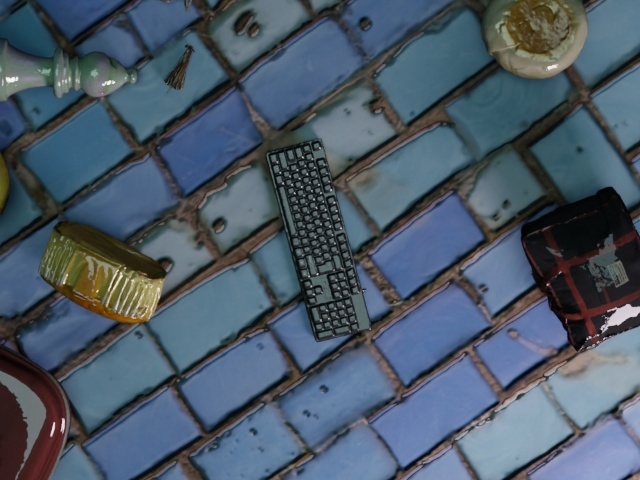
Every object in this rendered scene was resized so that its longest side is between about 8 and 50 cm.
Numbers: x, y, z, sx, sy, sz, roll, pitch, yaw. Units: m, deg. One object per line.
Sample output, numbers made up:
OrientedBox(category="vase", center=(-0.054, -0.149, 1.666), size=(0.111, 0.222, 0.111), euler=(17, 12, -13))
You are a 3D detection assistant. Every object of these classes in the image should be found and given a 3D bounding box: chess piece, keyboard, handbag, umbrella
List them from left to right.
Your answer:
OrientedBox(category="chess piece", center=(-0.417, -0.259, 1.874), size=(0.272, 0.139, 0.139), euler=(1, 95, -7))
OrientedBox(category="umbrella", center=(-0.218, -0.265, 1.904), size=(0.031, 0.020, 0.083), euler=(27, 91, 0))
OrientedBox(category="keyboard", center=(0.000, 0.000, 1.912), size=(0.101, 0.018, 0.309), euler=(-14, 94, 5))
OrientedBox(category="handbag", center=(0.405, 0.045, 1.823), size=(0.169, 0.155, 0.215), euler=(-26, 95, 12))

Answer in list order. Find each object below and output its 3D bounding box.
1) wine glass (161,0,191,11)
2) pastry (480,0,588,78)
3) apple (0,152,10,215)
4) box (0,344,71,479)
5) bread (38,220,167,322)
OrientedBox(category="wine glass", center=(-0.239, -0.382, 1.887), size=(0.083, 0.042, 0.039), euler=(15, 58, 5))
OrientedBox(category="pastry", center=(0.319, -0.317, 1.831), size=(0.157, 0.092, 0.156), euler=(0, 96, 0))
OrientedBox(category="apple", center=(-0.607, -0.089, 1.854), size=(0.261, 0.194, 0.260), euler=(0, 93, 3))
OrientedBox(category="box", center=(-0.560, 0.356, 1.929), size=(0.263, 0.108, 0.403), euler=(28, 96, 1))
OrientedBox(category="bread", center=(-0.336, 0.055, 1.881), size=(0.191, 0.132, 0.114), euler=(23, 98, 4))
